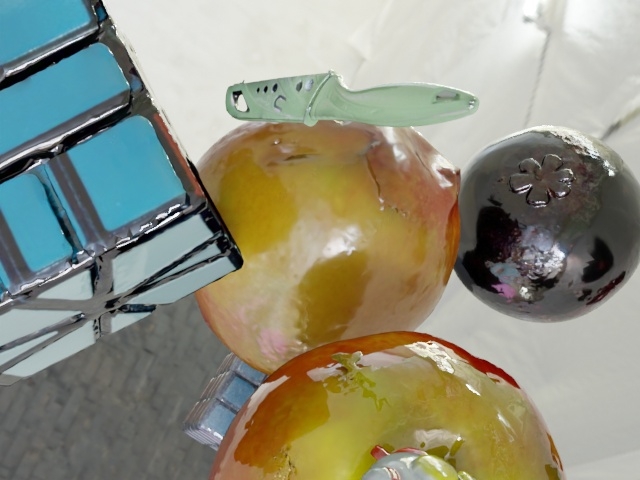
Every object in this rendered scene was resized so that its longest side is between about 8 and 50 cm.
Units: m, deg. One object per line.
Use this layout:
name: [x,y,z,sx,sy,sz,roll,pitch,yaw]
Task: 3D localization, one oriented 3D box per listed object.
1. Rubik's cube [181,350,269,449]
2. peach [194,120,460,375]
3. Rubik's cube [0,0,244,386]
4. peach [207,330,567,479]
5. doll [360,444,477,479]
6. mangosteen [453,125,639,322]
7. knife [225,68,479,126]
Rubik's cube: [-0.041,0.242,1.419,0.237,0.237,0.238,-59,-175,-15]
peach: [0.001,-0.001,1.167,0.372,0.373,0.290,-48,179,37]
Rubik's cube: [-0.265,-0.054,0.882,0.288,0.283,0.293,-26,166,-6]
peach: [0.058,0.260,0.899,0.370,0.370,0.370,-53,-164,23]
doll: [0.093,0.213,0.640,0.076,0.142,0.245,-49,-146,8]
mangosteen: [0.322,-0.022,1.406,0.297,0.297,0.313,-61,180,-4]
knife: [0.009,-0.103,0.689,0.293,0.020,0.043,9,-96,53]
